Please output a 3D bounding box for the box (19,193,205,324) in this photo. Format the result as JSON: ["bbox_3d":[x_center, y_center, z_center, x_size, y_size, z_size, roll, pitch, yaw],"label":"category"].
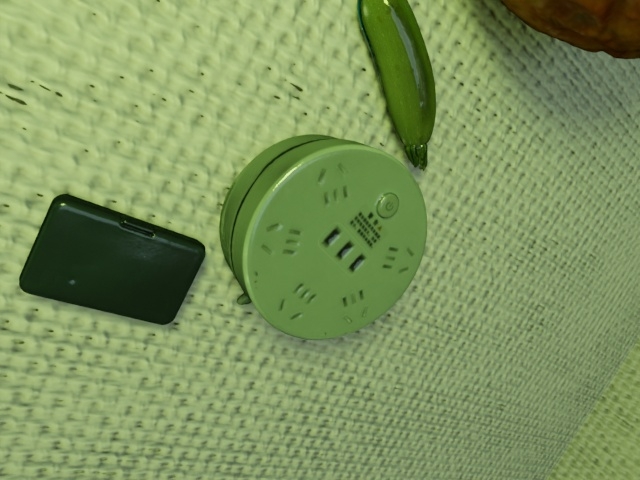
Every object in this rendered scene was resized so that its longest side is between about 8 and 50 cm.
[{"bbox_3d":[-0.314,0.038,0.657,0.231,0.050,0.160,23,98,-31],"label":"box"}]

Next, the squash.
[{"bbox_3d":[0.153,-0.282,0.745,0.095,0.094,0.340,-31,118,-13],"label":"squash"}]

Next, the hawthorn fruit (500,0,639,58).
[{"bbox_3d":[0.463,-0.492,0.606,0.473,0.472,0.470,-10,114,-23],"label":"hawthorn fruit"}]

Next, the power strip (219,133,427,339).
[{"bbox_3d":[0.000,0.000,0.733,0.358,0.161,0.356,-10,114,-23],"label":"power strip"}]
